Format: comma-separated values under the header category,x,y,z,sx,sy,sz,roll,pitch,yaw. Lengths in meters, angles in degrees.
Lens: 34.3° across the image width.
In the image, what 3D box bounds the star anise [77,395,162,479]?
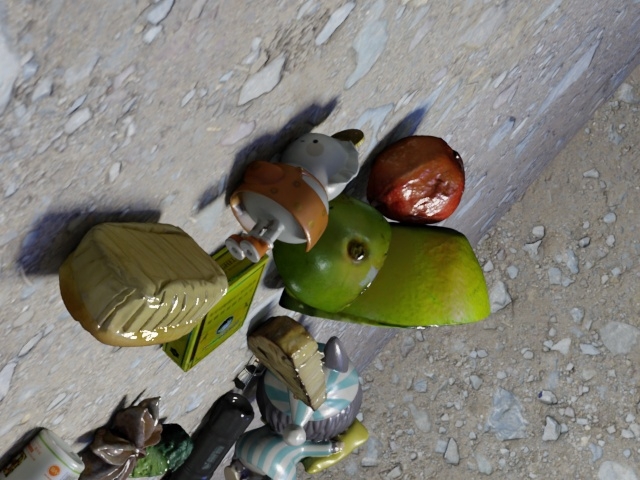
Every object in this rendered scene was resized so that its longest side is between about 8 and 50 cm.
category,x,y,z,sx,sy,sz,roll,pitch,yaw
star anise,-0.345,0.357,1.780,0.197,0.073,0.212,-44,164,-29

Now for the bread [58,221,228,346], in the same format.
category,x,y,z,sx,sy,sz,roll,pitch,yaw
bread,-0.208,0.051,1.205,0.106,0.140,0.236,-48,164,15

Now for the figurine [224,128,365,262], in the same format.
category,x,y,z,sx,sy,sz,roll,pitch,yaw
figurine,-0.026,-0.068,1.444,0.271,0.143,0.143,-35,161,-38

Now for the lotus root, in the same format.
category,x,y,z,sx,sy,sz,roll,pitch,yaw
lotus root,-0.068,0.238,2.099,0.074,0.170,0.261,-49,158,-22

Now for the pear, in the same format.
category,x,y,z,sx,sy,sz,roll,pitch,yaw
pear,0.127,0.048,1.925,0.399,0.399,0.165,-8,103,-69

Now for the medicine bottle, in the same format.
category,x,y,z,sx,sy,sz,roll,pitch,yaw
medicine bottle,-0.436,0.366,1.501,0.183,0.086,0.086,-45,166,-9

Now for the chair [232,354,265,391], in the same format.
category,x,y,z,sx,sy,sz,roll,pitch,yaw
chair,-0.150,0.285,2.250,0.086,0.037,0.042,-55,154,13

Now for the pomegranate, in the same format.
category,x,y,z,sx,sy,sz,roll,pitch,yaw
pomegranate,0.008,-0.007,1.709,0.190,0.159,0.241,-46,-163,31

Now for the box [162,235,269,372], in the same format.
category,x,y,z,sx,sy,sz,roll,pitch,yaw
box,-0.168,0.102,1.633,0.141,0.064,0.220,-39,165,-35

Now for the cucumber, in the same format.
category,x,y,z,sx,sy,sz,roll,pitch,yaw
cucumber,-0.317,0.391,1.951,0.115,0.086,0.193,-5,-179,19

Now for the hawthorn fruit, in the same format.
category,x,y,z,sx,sy,sz,roll,pitch,yaw
hawthorn fruit,0.176,-0.108,1.880,0.179,0.173,0.173,2,132,-43

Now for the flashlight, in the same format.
category,x,y,z,sx,sy,sz,roll,pitch,yaw
flashlight,-0.273,0.509,2.373,0.103,0.103,0.424,-26,155,-57

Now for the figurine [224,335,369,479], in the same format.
category,x,y,z,sx,sy,sz,roll,pitch,yaw
figurine,-0.079,0.353,2.359,0.361,0.266,0.378,-42,136,-34
